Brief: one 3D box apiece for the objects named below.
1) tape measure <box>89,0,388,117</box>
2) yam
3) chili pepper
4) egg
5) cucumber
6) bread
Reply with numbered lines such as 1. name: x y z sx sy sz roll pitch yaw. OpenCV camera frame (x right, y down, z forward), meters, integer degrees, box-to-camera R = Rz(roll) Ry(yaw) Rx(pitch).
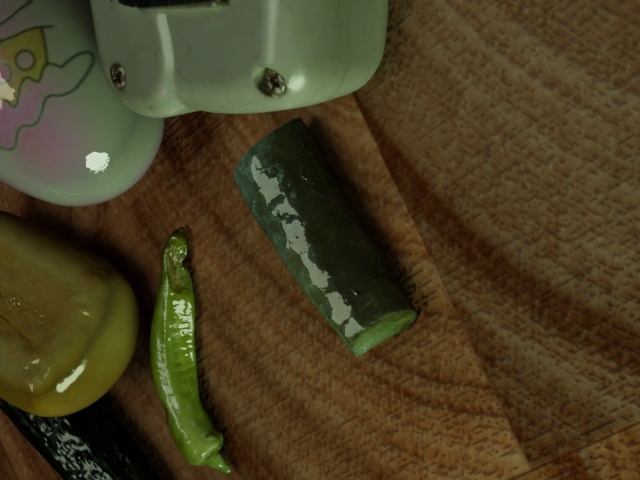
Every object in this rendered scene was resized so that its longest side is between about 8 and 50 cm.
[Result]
1. tape measure: -0.074 -0.218 1.306 0.265 0.130 0.258 4 105 48
2. yam: 0.000 0.000 1.350 0.169 0.068 0.068 61 139 15
3. chili pepper: -0.117 0.093 1.540 0.049 0.043 0.208 4 107 62
4. egg: -0.230 -0.147 1.456 0.196 0.196 0.271 -50 56 46
5. cucumber: -0.211 0.171 1.656 0.241 0.074 0.074 44 133 28
6. bread: -0.248 0.066 1.618 0.217 0.147 0.098 30 167 38
